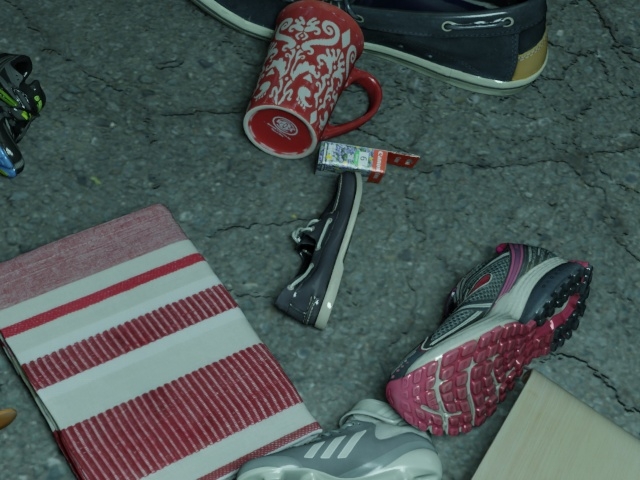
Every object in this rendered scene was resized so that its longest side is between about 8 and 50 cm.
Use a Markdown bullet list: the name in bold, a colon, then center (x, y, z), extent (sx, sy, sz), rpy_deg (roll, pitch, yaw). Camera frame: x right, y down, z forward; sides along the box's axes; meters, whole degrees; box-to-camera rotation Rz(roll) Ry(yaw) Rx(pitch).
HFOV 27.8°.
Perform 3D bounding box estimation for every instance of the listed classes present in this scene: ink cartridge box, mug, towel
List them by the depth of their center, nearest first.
- **towel**: center (-0.181, 0.118, 1.310), extent (0.237, 0.037, 0.329), rpy_deg (-23, 60, -27)
- **ink cartridge box**: center (0.053, -0.087, 1.490), extent (0.115, 0.063, 0.029), rpy_deg (8, 81, -3)
- **mug**: center (-0.007, -0.184, 1.534), extent (0.150, 0.113, 0.169), rpy_deg (14, 54, 9)

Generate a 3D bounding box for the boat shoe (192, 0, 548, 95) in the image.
- **boat shoe**: center (0.054, -0.327, 1.632), extent (0.500, 0.156, 0.187), rpy_deg (17, 52, 7)

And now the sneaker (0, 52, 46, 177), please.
- **sneaker**: center (-0.354, -0.152, 1.480), extent (0.078, 0.067, 0.188), rpy_deg (-8, 50, -7)

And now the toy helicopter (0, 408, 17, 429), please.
- **toy helicopter**: center (-0.450, 0.157, 1.200), extent (0.235, 0.140, 0.355), rpy_deg (40, 66, 11)

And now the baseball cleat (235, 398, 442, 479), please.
- **baseball cleat**: center (0.013, 0.208, 1.252), extent (0.206, 0.072, 0.109), rpy_deg (4, 43, -18)

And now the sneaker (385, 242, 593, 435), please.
- **sneaker**: center (0.162, 0.098, 1.333), extent (0.112, 0.121, 0.299), rpy_deg (25, 37, 31)

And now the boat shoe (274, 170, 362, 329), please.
- **boat shoe**: center (0.000, 0.000, 1.408), extent (0.065, 0.075, 0.206), rpy_deg (15, 55, 0)

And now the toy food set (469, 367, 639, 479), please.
- **toy food set**: center (0.224, 0.288, 1.212), extent (0.220, 0.092, 0.306), rpy_deg (35, 55, 4)
